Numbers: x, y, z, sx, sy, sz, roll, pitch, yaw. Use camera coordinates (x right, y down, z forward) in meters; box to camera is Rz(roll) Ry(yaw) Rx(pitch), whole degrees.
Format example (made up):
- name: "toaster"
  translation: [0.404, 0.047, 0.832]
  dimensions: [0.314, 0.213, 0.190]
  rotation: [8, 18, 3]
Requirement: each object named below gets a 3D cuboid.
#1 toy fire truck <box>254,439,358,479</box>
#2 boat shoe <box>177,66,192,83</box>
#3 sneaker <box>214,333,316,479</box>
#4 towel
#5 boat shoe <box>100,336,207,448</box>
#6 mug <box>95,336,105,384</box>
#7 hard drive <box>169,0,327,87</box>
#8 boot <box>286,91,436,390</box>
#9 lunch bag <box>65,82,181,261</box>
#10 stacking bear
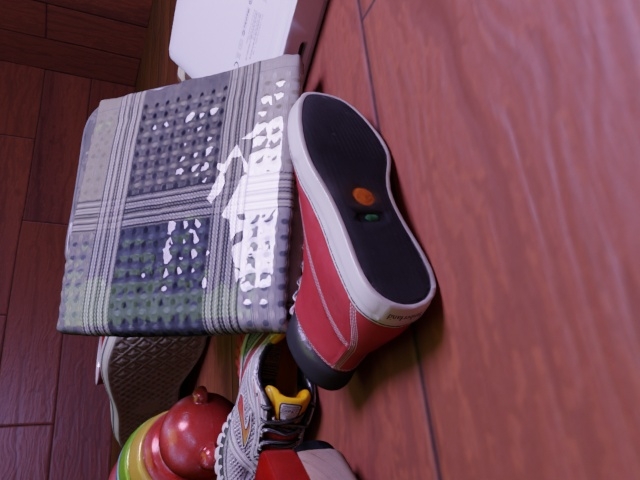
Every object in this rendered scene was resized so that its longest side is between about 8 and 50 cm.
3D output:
- name: "toy fire truck"
  translation: [-0.084, 0.284, 0.417]
  dimensions: [0.158, 0.246, 0.217]
  rotation: [-138, 58, -62]
- name: "boat shoe"
  translation: [-0.198, -0.410, 1.072]
  dimensions: [0.095, 0.095, 0.257]
  rotation: [24, 106, 41]
- name: "sneaker"
  translation: [-0.054, 0.184, 0.573]
  dimensions: [0.093, 0.088, 0.225]
  rotation: [163, 111, -63]
- name: "towel"
  translation: [-0.154, -0.048, 0.649]
  dimensions: [0.312, 0.056, 0.324]
  rotation: [-5, 70, 24]
- name: "boat shoe"
  translation: [-0.337, 0.227, 1.096]
  dimensions: [0.156, 0.187, 0.500]
  rotation: [-115, 33, -40]
- name: "mug"
  translation: [-0.432, 0.265, 1.311]
  dimensions: [0.150, 0.169, 0.113]
  rotation: [-106, 31, -42]
- name: "hard drive"
  translation: [-0.119, -0.314, 0.788]
  dimensions: [0.353, 0.047, 0.233]
  rotation: [46, 127, 42]
- name: "boot"
  translation: [0.000, 0.000, 0.504]
  dimensions: [0.176, 0.088, 0.244]
  rotation: [122, 142, -47]
- name: "lunch bag"
  translation: [-0.217, -0.039, 0.850]
  dimensions: [0.256, 0.213, 0.305]
  rotation: [57, -156, -60]
- name: "stacking bear"
  translation: [-0.194, 0.310, 0.791]
  dimensions: [0.289, 0.164, 0.175]
  rotation: [-53, 38, 42]
